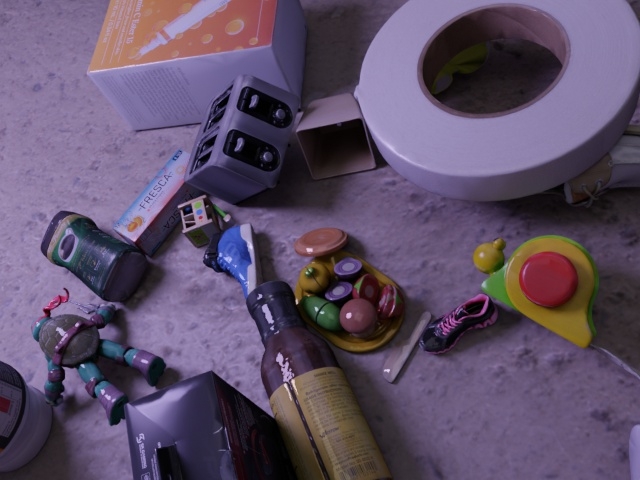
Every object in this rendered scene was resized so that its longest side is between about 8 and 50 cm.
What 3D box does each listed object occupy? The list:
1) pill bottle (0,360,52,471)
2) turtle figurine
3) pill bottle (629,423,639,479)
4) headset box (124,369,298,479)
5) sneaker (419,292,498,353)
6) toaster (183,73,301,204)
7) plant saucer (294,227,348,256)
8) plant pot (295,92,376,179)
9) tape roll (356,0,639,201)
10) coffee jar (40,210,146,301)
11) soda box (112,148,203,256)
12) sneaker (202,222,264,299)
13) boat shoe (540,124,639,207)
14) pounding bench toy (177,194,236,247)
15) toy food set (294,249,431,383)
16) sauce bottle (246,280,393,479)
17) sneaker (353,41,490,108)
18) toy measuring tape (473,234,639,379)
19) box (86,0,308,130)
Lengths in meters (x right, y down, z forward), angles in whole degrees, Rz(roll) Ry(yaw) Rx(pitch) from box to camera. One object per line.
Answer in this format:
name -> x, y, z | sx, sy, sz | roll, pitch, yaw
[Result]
pill bottle -> -0.507, 0.226, 0.874 | 0.162, 0.278, 0.162 | -8, 59, 13
turtle figurine -> -0.361, 0.170, 0.966 | 0.234, 0.118, 0.175 | 25, 71, 21
pill bottle -> 0.523, 0.244, 0.585 | 0.407, 0.229, 0.229 | -8, 60, 13
headset box -> -0.102, 0.291, 0.708 | 0.110, 0.293, 0.218 | -22, 58, 4
sneaker -> 0.184, 0.108, 0.865 | 0.119, 0.057, 0.047 | -32, 59, -1
toaster -> -0.130, -0.158, 1.040 | 0.185, 0.110, 0.168 | -14, 56, 59
plant saucer -> 0.000, 0.000, 0.980 | 0.083, 0.013, 0.083 | -12, 24, 5
plant pot -> 0.027, -0.180, 1.051 | 0.109, 0.109, 0.096 | -9, 48, 12
tape roll -> 0.246, -0.237, 0.915 | 0.392, 0.072, 0.392 | -9, 60, 16
coffee jar -> -0.381, 0.022, 1.065 | 0.184, 0.079, 0.096 | 28, 95, 28
soda box -> -0.267, -0.065, 1.097 | 0.063, 0.058, 0.183 | 28, 71, 28
sneaker -> -0.137, 0.043, 0.995 | 0.084, 0.058, 0.152 | -14, 54, 2
boat shoe -> 0.368, -0.099, 0.903 | 0.302, 0.113, 0.103 | 9, 70, 29
pounding bench toy -> -0.185, -0.040, 1.062 | 0.083, 0.052, 0.065 | -21, 57, 4
toy food set -> 0.048, 0.085, 0.910 | 0.218, 0.071, 0.128 | 34, 75, 29
sauce bottle -> -0.011, 0.205, 0.837 | 0.111, 0.111, 0.344 | -26, 57, 1
sneaker -> 0.163, -0.299, 1.098 | 0.240, 0.091, 0.126 | -21, 39, 5
toy measuring tape -> 0.346, 0.080, 0.800 | 0.330, 0.121, 0.121 | 31, 74, 22
box -> -0.213, -0.352, 1.178 | 0.345, 0.168, 0.215 | -4, 60, 14
